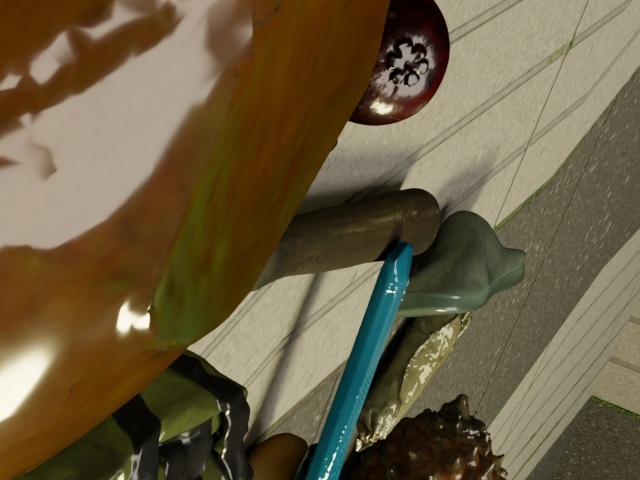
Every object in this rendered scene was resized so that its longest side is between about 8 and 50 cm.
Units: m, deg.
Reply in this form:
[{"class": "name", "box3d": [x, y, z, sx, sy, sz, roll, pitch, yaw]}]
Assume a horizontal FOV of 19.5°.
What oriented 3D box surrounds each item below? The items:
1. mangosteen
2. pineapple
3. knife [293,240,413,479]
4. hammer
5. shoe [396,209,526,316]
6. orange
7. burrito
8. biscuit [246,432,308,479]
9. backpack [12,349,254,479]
[{"class": "mangosteen", "box3d": [0.024, -0.099, 0.954, 0.081, 0.081, 0.081, -54, 165, -22]}, {"class": "pineapple", "box3d": [0.100, 0.231, 1.736, 0.193, 0.166, 0.166, -71, 164, 7]}, {"class": "knife", "box3d": [0.014, 0.124, 1.288, 0.044, 0.026, 0.296, -27, 141, -54]}, {"class": "hammer", "box3d": [0.000, 0.000, 1.135, 0.168, 0.044, 0.440, -61, 167, 11]}, {"class": "shoe", "box3d": [0.110, 0.015, 1.520, 0.195, 0.079, 0.078, -13, 97, -61]}, {"class": "orange", "box3d": [-0.089, -0.060, 0.483, 0.334, 0.196, 0.262, -61, -179, -26]}, {"class": "burrito", "box3d": [0.082, 0.105, 1.623, 0.188, 0.045, 0.058, -54, 158, -16]}, {"class": "biscuit", "box3d": [-0.079, 0.245, 1.342, 0.208, 0.047, 0.164, -52, 165, -28]}, {"class": "backpack", "box3d": [-0.124, 0.146, 0.793, 0.253, 0.140, 0.207, -61, 169, 24]}]
